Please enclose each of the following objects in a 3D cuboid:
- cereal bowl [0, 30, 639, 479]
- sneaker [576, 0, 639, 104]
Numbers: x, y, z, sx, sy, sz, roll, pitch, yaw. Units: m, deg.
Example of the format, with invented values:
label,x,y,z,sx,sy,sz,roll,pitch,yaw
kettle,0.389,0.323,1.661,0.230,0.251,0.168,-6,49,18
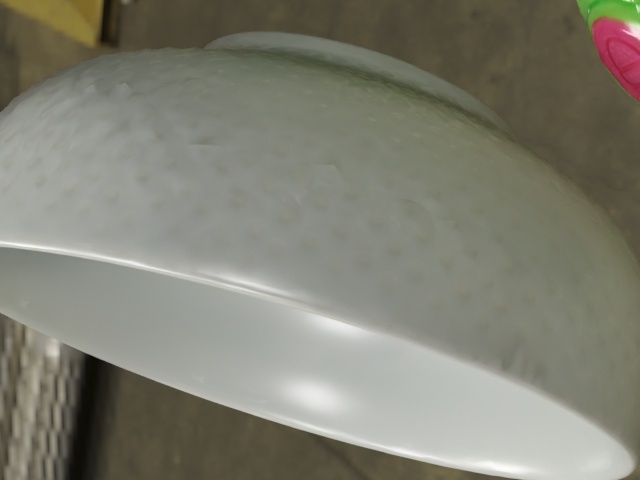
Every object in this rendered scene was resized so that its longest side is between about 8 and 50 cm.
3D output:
label,x,y,z,sx,sy,sz,roll,pitch,yaw
cereal bowl,0.000,0.000,0.766,0.339,0.339,0.141,-4,64,57
sneaker,0.167,-0.229,0.600,0.185,0.202,0.483,-3,114,55
